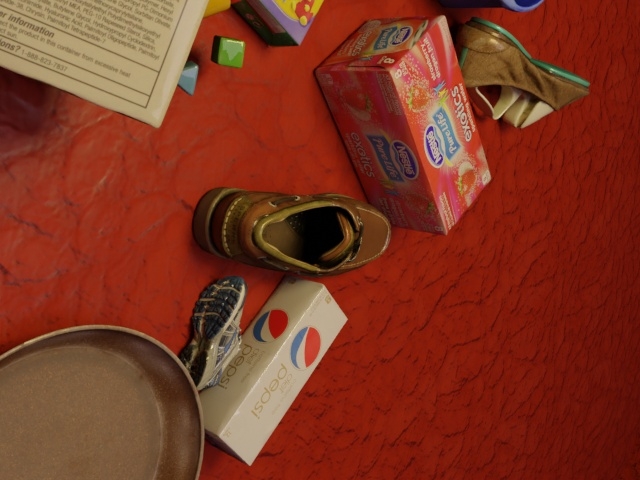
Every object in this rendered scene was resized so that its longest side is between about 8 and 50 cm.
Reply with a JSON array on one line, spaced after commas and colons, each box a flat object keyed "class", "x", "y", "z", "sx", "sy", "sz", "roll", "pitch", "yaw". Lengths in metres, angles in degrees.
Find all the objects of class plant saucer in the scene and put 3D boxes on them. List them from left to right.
[{"class": "plant saucer", "x": -0.246, "y": 0.226, "z": 0.666, "sx": 0.311, "sy": 0.050, "sz": 0.310, "roll": -13, "pitch": 109, "yaw": -45}]

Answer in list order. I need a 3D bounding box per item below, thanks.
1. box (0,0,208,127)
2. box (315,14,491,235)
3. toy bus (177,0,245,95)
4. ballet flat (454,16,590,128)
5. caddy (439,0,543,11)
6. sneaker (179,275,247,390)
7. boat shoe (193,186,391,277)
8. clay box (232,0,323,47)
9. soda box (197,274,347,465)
[{"class": "box", "x": -0.125, "y": -0.249, "z": 0.489, "sx": 0.148, "sy": 0.121, "sz": 0.311, "roll": 22, "pitch": 95, "yaw": -18}, {"class": "box", "x": 0.115, "y": -0.145, "z": 0.919, "sx": 0.128, "sy": 0.123, "sz": 0.256, "roll": -48, "pitch": 131, "yaw": -28}, {"class": "toy bus", "x": -0.120, "y": -0.237, "z": 0.615, "sx": 0.191, "sy": 0.104, "sz": 0.202, "roll": 19, "pitch": 102, "yaw": -31}, {"class": "ballet flat", "x": 0.315, "y": -0.250, "z": 1.141, "sx": 0.342, "sy": 0.116, "sz": 0.124, "roll": 6, "pitch": 115, "yaw": -48}, {"class": "caddy", "x": 0.265, "y": -0.474, "z": 0.965, "sx": 0.241, "sy": 0.179, "sz": 0.341, "roll": 43, "pitch": 67, "yaw": -45}, {"class": "sneaker", "x": -0.113, "y": 0.104, "z": 0.791, "sx": 0.058, "sy": 0.052, "sz": 0.135, "roll": 29, "pitch": 85, "yaw": -58}, {"class": "boat shoe", "x": 0.000, "y": 0.000, "z": 0.841, "sx": 0.307, "sy": 0.105, "sz": 0.110, "roll": -1, "pitch": 100, "yaw": -48}, {"class": "clay box", "x": -0.028, "y": -0.338, "z": 0.767, "sx": 0.127, "sy": 0.053, "sz": 0.222, "roll": 39, "pitch": 71, "yaw": -44}, {"class": "soda box", "x": -0.061, "y": 0.147, "z": 0.837, "sx": 0.216, "sy": 0.069, "sz": 0.074, "roll": -54, "pitch": 134, "yaw": -25}]
